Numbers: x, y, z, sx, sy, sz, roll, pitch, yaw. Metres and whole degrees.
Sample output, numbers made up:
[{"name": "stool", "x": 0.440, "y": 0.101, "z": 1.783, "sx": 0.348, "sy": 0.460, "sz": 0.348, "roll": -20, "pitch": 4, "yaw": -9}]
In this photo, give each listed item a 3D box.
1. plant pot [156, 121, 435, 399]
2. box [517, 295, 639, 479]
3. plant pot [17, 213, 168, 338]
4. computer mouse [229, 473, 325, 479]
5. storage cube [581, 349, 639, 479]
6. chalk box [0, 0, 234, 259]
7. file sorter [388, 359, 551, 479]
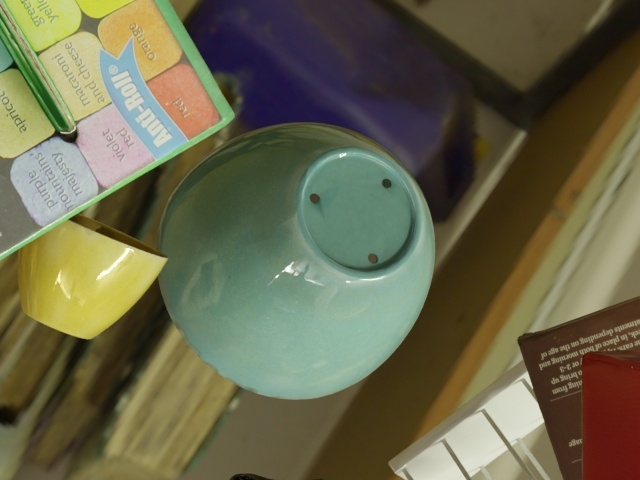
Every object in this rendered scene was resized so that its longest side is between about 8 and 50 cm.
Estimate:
[{"name": "plant pot", "x": 0.000, "y": 0.000, "z": 1.522, "sx": 0.290, "sy": 0.290, "sz": 0.195, "roll": -58, "pitch": -170, "yaw": -26}, {"name": "box", "x": 0.362, "y": 0.245, "z": 1.520, "sx": 0.191, "sy": 0.381, "sz": 0.143, "roll": -22, "pitch": 168, "yaw": 29}, {"name": "plant pot", "x": -0.215, "y": 0.032, "z": 1.344, "sx": 0.134, "sy": 0.134, "sz": 0.095, "roll": -144, "pitch": -103, "yaw": -85}, {"name": "computer mouse", "x": -0.121, "y": 0.342, "z": 1.743, "sx": 0.184, "sy": 0.060, "sz": 0.262, "roll": -6, "pitch": -154, "yaw": 46}, {"name": "storage cube", "x": 0.305, "y": 0.174, "z": 1.032, "sx": 0.193, "sy": 0.183, "sz": 0.215, "roll": -170, "pitch": -102, "yaw": -65}, {"name": "chalk box", "x": -0.184, "y": -0.091, "z": 0.841, "sx": 0.179, "sy": 0.180, "sz": 0.289, "roll": -33, "pitch": -170, "yaw": -24}, {"name": "file sorter", "x": 0.269, "y": 0.290, "z": 1.954, "sx": 0.277, "sy": 0.173, "sz": 0.193, "roll": -38, "pitch": 150, "yaw": 6}]
